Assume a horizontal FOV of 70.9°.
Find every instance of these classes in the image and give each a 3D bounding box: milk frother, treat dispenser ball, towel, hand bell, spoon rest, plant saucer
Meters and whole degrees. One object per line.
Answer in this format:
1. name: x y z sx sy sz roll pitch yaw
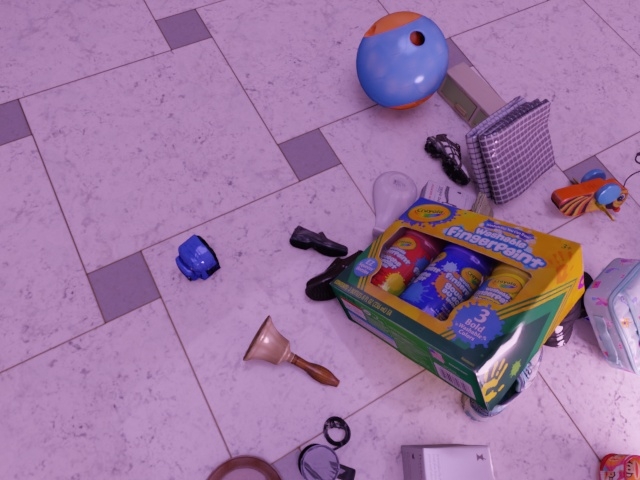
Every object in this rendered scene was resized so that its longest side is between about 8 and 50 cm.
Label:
1. milk frother: 0.014 0.477 1.027 0.129 0.135 0.143 1 67 -6
2. treat dispenser ball: 0.255 -0.562 1.416 0.288 0.288 0.288 2 67 -5
3. towel: 0.476 -0.058 1.329 0.027 0.110 0.148 0 54 42
4. hand bell: -0.059 0.304 1.128 0.242 0.126 0.126 32 67 -6
5. spoon rest: 0.207 -0.105 1.340 0.137 0.084 0.276 23 53 3
6. plant saucer: -0.173 0.592 1.012 0.198 0.036 0.199 2 67 -5
7. towel: 0.588 -0.275 1.361 0.283 0.121 0.235 -35 115 -17

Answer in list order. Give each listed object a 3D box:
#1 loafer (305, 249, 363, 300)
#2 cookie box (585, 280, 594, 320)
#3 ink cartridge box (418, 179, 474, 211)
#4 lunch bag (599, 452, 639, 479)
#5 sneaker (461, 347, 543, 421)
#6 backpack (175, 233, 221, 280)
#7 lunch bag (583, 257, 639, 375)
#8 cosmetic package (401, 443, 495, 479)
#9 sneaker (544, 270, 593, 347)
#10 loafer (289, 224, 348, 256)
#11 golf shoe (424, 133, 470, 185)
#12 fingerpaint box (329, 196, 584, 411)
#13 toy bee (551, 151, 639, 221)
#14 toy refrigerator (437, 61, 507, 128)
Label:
1. loafer: 0.051 0.094 1.238 0.220 0.080 0.078 -23 40 -16
2. cookie box: 0.796 0.181 1.284 0.091 0.040 0.107 25 66 6
3. ink cartridge box: 0.373 -0.102 1.352 0.150 0.063 0.109 18 67 1
4. lunch bag: 0.782 0.667 1.030 0.258 0.120 0.293 20 66 3
5. sneaker: 0.488 0.348 1.135 0.283 0.122 0.110 -38 75 -22
6. backpack: -0.325 0.050 1.185 0.098 0.120 0.101 42 69 11
7. lunch bag: 0.820 0.206 1.184 0.224 0.108 0.279 -36 104 -22
8. cosmetic package: 0.279 0.537 1.001 0.151 0.184 0.151 1 66 -5
9. sneaker: 0.665 0.158 1.206 0.109 0.130 0.286 16 43 40
10. loafer: 0.000 0.000 1.274 0.170 0.062 0.061 17 61 0
11. golf shoe: 0.421 -0.265 1.421 0.093 0.077 0.198 -30 74 -17
12. fingerpaint box: 0.306 0.108 1.069 0.371 0.163 0.444 -41 38 -18
13. toy bee: 0.872 -0.131 1.378 0.298 0.162 0.195 -7 46 24
14. toy refrigerator: 0.516 -0.455 1.498 0.094 0.102 0.270 -33 74 -18
